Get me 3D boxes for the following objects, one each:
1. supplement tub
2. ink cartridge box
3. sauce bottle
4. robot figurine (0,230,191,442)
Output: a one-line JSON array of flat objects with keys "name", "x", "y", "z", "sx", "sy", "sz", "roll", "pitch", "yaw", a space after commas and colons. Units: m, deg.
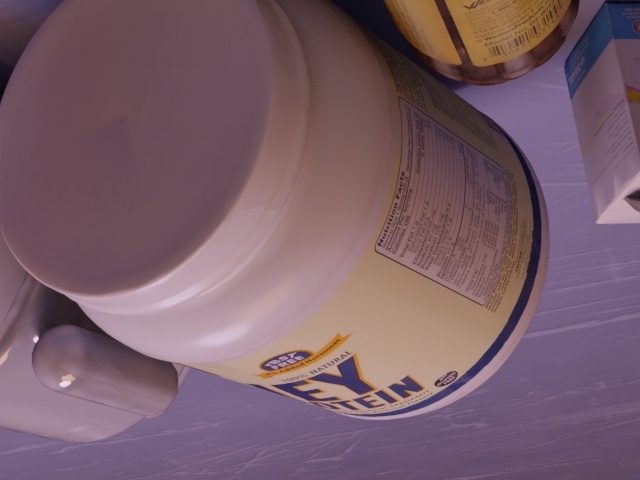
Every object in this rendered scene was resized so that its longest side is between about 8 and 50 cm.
[{"name": "supplement tub", "x": -0.021, "y": -0.024, "z": 0.917, "sx": 0.235, "sy": 0.235, "sz": 0.325, "roll": -19, "pitch": 156, "yaw": 28}, {"name": "ink cartridge box", "x": 0.231, "y": -0.076, "z": 0.982, "sx": 0.092, "sy": 0.143, "sz": 0.090, "roll": -1, "pitch": 158, "yaw": -12}, {"name": "sauce bottle", "x": 0.053, "y": -0.189, "z": 0.688, "sx": 0.111, "sy": 0.111, "sz": 0.344, "roll": -11, "pitch": 159, "yaw": 11}, {"name": "robot figurine", "x": -0.219, "y": 0.026, "z": 1.005, "sx": 0.300, "sy": 0.199, "sz": 0.353, "roll": 29, "pitch": -178, "yaw": 38}]
